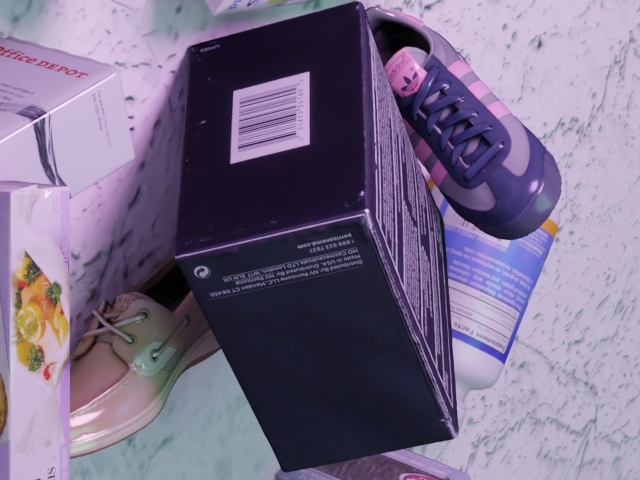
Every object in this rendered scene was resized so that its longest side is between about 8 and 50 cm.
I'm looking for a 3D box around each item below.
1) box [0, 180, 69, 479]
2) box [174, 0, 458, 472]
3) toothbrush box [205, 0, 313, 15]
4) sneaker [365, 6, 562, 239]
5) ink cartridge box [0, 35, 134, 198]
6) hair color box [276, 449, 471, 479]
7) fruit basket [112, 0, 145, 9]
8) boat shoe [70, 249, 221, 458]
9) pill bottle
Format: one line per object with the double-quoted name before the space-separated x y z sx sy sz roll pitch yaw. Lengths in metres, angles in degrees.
"box" -0.229 0.117 1.459 0.063 0.067 0.324 -7 102 -50
"box" 0.000 0.000 1.786 0.296 0.182 0.294 -90 161 -47
"toothbrush box" 0.028 -0.321 1.755 0.283 0.122 0.206 -13 157 -44
"sneaker" 0.118 -0.118 1.912 0.112 0.319 0.131 -47 130 9
"ink cartridge box" -0.272 -0.072 1.546 0.208 0.153 0.087 -35 130 -37
"hair color box" 0.081 0.401 2.139 0.113 0.185 0.374 -37 130 -37
"fruit basket" -0.217 -0.395 1.525 0.327 0.165 0.353 22 71 -53
"boat shoe" -0.173 0.092 1.776 0.302 0.109 0.098 -39 126 -43
"pill bottle" 0.144 0.069 2.117 0.152 0.152 0.272 30 81 -52
